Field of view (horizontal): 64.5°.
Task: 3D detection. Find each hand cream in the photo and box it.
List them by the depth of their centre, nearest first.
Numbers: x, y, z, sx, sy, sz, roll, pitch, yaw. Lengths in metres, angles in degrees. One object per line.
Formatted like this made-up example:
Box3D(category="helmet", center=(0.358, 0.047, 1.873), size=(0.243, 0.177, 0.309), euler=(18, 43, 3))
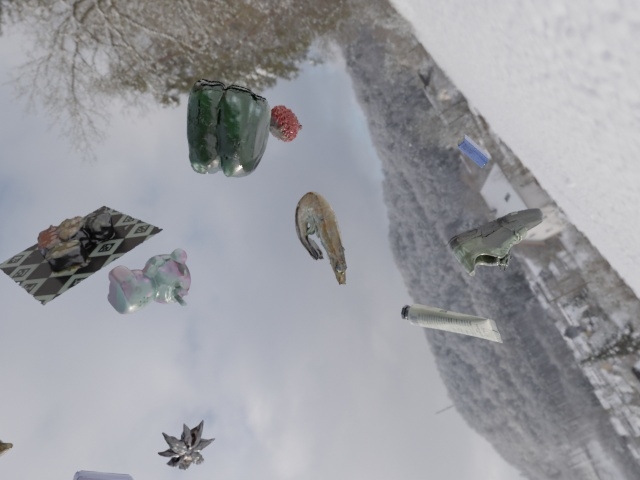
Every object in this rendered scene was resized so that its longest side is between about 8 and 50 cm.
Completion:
Box3D(category="hand cream", center=(0.282, 0.177, 1.117), size=(0.050, 0.233, 0.080), euler=(-54, -51, -27))

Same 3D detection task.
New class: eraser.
Box3D(category="eraser", center=(0.392, -0.231, 1.304), size=(0.084, 0.027, 0.063), euler=(39, -151, -6))

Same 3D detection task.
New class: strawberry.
Box3D(category="strawberry", center=(-0.143, -0.427, 1.863), size=(0.145, 0.086, 0.145), euler=(36, 161, 15))

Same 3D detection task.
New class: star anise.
Box3D(category="star anise", center=(-0.434, 0.679, 1.672), size=(0.061, 0.180, 0.205), euler=(21, 132, 48))

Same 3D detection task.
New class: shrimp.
Box3D(category="shrimp", center=(0.000, 0.000, 1.128), size=(0.047, 0.126, 0.224), euler=(-7, -108, -44))

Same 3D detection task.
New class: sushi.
Box3D(category="sushi", center=(-0.427, -0.005, 0.873), size=(0.219, 0.231, 0.047), euler=(-39, -51, -33))

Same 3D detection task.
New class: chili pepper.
Box3D(category="chili pepper", center=(-0.252, -0.296, 1.366), size=(0.248, 0.233, 0.257), euler=(-66, -13, -81))

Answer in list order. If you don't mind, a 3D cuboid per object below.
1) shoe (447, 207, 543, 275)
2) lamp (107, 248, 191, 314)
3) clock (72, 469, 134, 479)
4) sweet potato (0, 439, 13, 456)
Box3D(category="shoe", center=(0.537, 0.016, 1.497), size=(0.109, 0.292, 0.149), euler=(63, -173, -66))
Box3D(category="lamp", center=(-0.631, 0.175, 1.948), size=(0.247, 0.247, 0.301), euler=(35, -144, 29))
Box3D(category="clock", center=(-0.536, 0.664, 1.212), size=(0.144, 0.073, 0.194), euler=(18, -109, -25))
Box3D(category="sweet potato", center=(-0.846, 0.480, 1.195), size=(0.069, 0.249, 0.060), euler=(-97, 13, -52))
